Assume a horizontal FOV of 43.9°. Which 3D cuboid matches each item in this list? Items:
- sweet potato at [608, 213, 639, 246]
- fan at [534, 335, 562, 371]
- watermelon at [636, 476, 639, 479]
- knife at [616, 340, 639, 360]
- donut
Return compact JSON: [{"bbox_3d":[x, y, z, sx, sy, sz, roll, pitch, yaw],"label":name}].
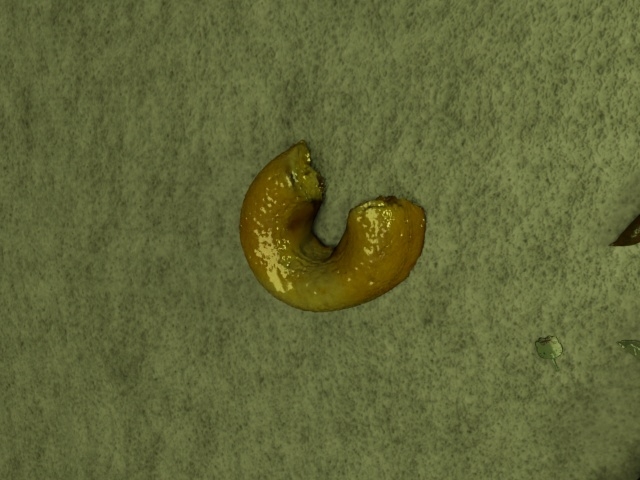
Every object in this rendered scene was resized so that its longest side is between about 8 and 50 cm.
[{"bbox_3d":[0.674,-0.077,1.560,0.067,0.067,0.274,41,116,12],"label":"sweet potato"},{"bbox_3d":[0.504,0.249,1.735,0.056,0.004,0.083,-19,93,27],"label":"fan"},{"bbox_3d":[0.733,0.560,1.537,0.285,0.285,0.285,5,102,24],"label":"watermelon"},{"bbox_3d":[0.747,0.280,1.621,0.298,0.017,0.047,29,121,17],"label":"knife"},{"bbox_3d":[0.000,0.000,1.833,0.435,0.163,0.378,24,111,18],"label":"donut"}]
